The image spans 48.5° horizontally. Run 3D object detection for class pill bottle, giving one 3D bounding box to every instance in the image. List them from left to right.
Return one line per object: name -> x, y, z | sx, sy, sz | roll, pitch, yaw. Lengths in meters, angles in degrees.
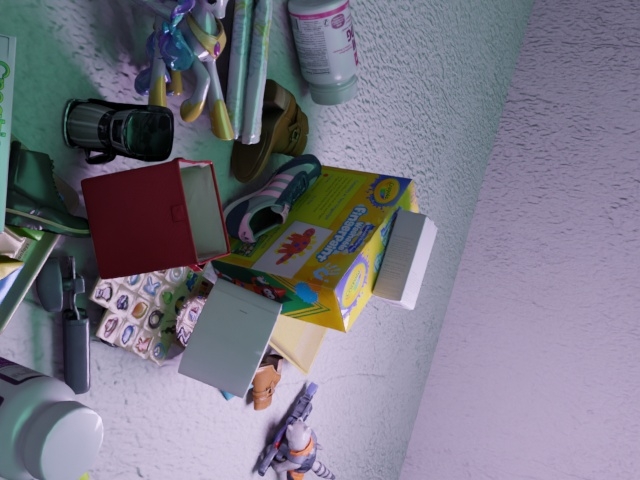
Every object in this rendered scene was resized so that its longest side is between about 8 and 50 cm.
pill bottle -> -0.507, 0.292, 1.165 | 0.169, 0.302, 0.169 | -29, 125, -53
pill bottle -> 0.016, -0.521, 1.916 | 0.160, 0.160, 0.283 | -51, 141, -39

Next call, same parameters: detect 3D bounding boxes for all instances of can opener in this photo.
can opener -> -0.503, 0.165, 1.386 | 0.095, 0.076, 0.283 | -3, 106, -26

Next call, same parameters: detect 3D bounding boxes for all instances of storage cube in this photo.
storage cube -> -0.302, -0.039, 1.326 | 0.184, 0.193, 0.214 | -26, 107, -78

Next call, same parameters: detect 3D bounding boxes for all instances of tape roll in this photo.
tape roll -> -0.212, 0.232, 1.686 | 0.246, 0.169, 0.246 | -156, -90, -87

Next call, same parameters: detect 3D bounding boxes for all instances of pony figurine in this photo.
pony figurine -> -0.263, -0.413, 1.334 | 0.303, 0.351, 0.363 | -22, 142, -37

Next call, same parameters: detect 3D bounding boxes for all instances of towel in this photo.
towel -> -0.158, -0.399, 1.561 | 0.320, 0.090, 0.374 | -130, -134, -76

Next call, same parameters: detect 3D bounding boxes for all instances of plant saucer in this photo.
plant saucer -> -0.067, 0.193, 2.118 | 0.332, 0.081, 0.332 | -66, 148, -21

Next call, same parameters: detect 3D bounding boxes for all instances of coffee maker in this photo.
coffee maker -> -0.365, -0.218, 1.349 | 0.171, 0.178, 0.120 | -42, 136, -46

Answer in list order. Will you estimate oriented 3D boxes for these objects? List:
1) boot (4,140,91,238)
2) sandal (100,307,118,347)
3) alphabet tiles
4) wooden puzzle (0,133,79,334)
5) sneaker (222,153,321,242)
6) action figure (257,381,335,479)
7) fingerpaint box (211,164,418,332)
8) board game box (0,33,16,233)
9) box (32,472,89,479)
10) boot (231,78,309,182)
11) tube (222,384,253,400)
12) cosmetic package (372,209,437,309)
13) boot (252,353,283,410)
boot -> -0.456, -0.080, 1.215 | 0.198, 0.077, 0.137 | 20, 79, -66
sandal -> -0.424, 0.097, 1.501 | 0.097, 0.054, 0.254 | 15, 91, -51
alphabet tiles -> -0.353, 0.109, 1.538 | 0.342, 0.011, 0.285 | 47, 61, -55
wooden puzzle -> -0.569, -0.034, 1.163 | 0.322, 0.081, 0.348 | -66, 148, -20
sneaker -> -0.098, -0.099, 1.809 | 0.319, 0.131, 0.112 | -40, 136, -18
action figure -> -0.038, 0.638, 2.245 | 0.341, 0.179, 0.330 | -58, 155, -27
fingerpaint box -> 0.000, 0.000, 1.869 | 0.445, 0.371, 0.163 | -53, 142, -38
board game box -> -0.561, -0.166, 1.039 | 0.193, 0.053, 0.305 | 4, 88, -35
box -> -0.540, 0.453, 1.430 | 0.109, 0.042, 0.178 | -46, 137, -44
boot -> -0.122, -0.255, 1.856 | 0.220, 0.109, 0.283 | 35, 63, -63
tube -> -0.250, 0.362, 1.887 | 0.080, 0.052, 0.207 | -26, 137, 0
cosmetic package -> 0.217, 0.050, 1.806 | 0.117, 0.086, 0.231 | 36, 69, -62
boot -> -0.175, 0.412, 2.023 | 0.197, 0.073, 0.152 | 5, 100, -58
